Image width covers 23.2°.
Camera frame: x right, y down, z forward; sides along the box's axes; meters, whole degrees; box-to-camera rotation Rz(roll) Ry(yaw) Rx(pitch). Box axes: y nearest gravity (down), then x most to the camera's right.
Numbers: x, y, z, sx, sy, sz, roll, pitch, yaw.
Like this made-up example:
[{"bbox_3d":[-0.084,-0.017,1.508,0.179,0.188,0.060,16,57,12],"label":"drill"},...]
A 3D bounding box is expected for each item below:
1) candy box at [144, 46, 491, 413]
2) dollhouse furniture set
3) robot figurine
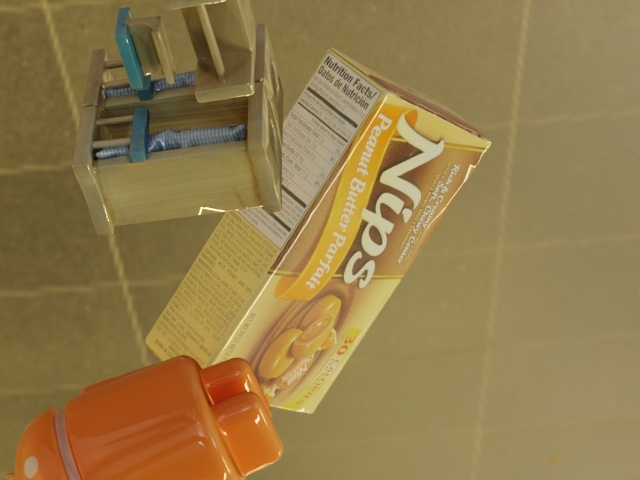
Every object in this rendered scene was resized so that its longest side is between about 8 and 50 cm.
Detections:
[{"bbox_3d":[0.000,0.000,1.409,0.183,0.087,0.316,18,108,-53],"label":"candy box"},{"bbox_3d":[-0.103,-0.120,1.029,0.129,0.129,0.184,-7,134,7],"label":"dollhouse furniture set"},{"bbox_3d":[-0.143,0.171,1.220,0.219,0.158,0.128,-22,166,0],"label":"robot figurine"}]
